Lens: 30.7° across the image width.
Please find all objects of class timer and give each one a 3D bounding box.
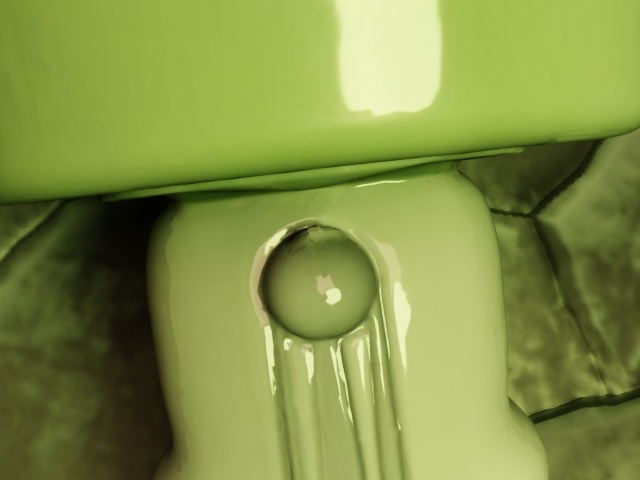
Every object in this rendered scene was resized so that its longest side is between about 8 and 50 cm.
[{"bbox_3d":[0.000,0.000,0.443,0.291,0.291,0.315,-8,94,-11],"label":"timer"}]
